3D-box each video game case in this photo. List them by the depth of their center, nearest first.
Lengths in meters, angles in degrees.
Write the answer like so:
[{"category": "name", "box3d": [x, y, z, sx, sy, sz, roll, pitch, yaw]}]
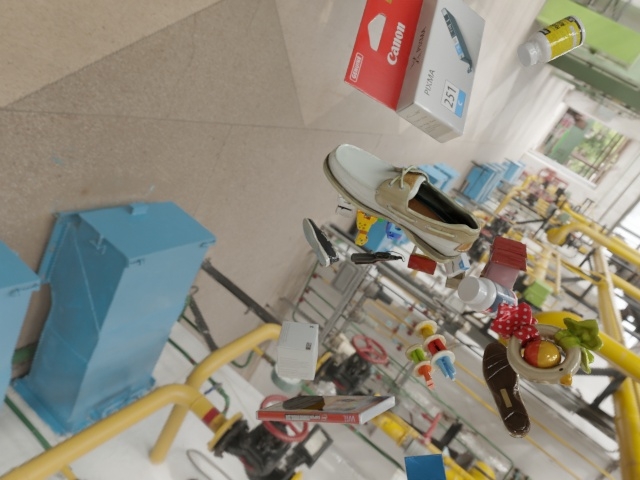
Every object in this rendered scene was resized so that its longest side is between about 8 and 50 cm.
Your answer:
[{"category": "video game case", "box3d": [0.014, 0.413, 1.213, 0.204, 0.285, 0.025, 9, 73, -60]}]

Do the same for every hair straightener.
[{"category": "hair straightener", "box3d": [0.226, 0.070, 1.974, 0.089, 0.231, 0.047, 36, 61, -56]}]

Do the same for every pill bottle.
[{"category": "pill bottle", "box3d": [0.462, -0.398, 0.993, 0.116, 0.065, 0.065, -27, 162, 0]}, {"category": "pill bottle", "box3d": [0.512, 0.175, 1.522, 0.180, 0.108, 0.107, 22, 108, -32]}]

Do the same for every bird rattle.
[{"category": "bird rattle", "box3d": [0.539, 0.251, 1.203, 0.207, 0.254, 0.143, -53, 144, -38]}]

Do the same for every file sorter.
[{"category": "file sorter", "box3d": [0.333, 0.768, 1.529, 0.104, 0.118, 0.170, 73, 11, -52]}]

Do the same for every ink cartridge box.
[{"category": "ink cartridge box", "box3d": [0.201, -0.385, 0.994, 0.066, 0.261, 0.296, -15, -124, 58]}, {"category": "ink cartridge box", "box3d": [0.382, 0.072, 1.408, 0.028, 0.048, 0.083, 9, 149, -35]}]

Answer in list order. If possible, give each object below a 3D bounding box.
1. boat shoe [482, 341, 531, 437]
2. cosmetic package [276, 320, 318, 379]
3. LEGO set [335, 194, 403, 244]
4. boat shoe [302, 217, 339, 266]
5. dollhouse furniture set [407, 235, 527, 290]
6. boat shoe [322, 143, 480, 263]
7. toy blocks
[{"category": "boat shoe", "box3d": [0.507, 0.414, 1.364, 0.095, 0.095, 0.257, 60, 24, -53]}, {"category": "cosmetic package", "box3d": [-0.092, 0.451, 2.022, 0.151, 0.152, 0.183, -79, 172, -55]}, {"category": "LEGO set", "box3d": [0.139, -0.034, 1.331, 0.087, 0.227, 0.093, -88, -162, -60]}, {"category": "boat shoe", "box3d": [0.000, 0.000, 1.080, 0.038, 0.125, 0.046, -17, 149, -24]}, {"category": "dollhouse furniture set", "box3d": [0.496, 0.080, 1.711, 0.152, 0.375, 0.201, -57, 158, -49]}, {"category": "boat shoe", "box3d": [0.147, -0.085, 0.875, 0.113, 0.302, 0.103, -56, -179, -33]}, {"category": "toy blocks", "box3d": [0.236, 0.259, 1.038, 0.148, 0.054, 0.123, -109, -152, -59]}]
